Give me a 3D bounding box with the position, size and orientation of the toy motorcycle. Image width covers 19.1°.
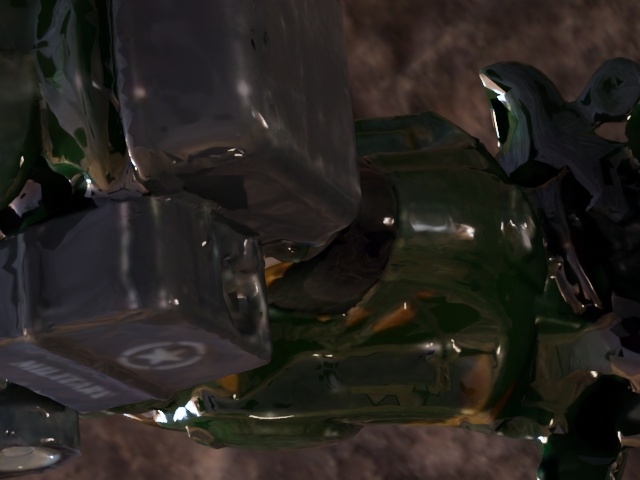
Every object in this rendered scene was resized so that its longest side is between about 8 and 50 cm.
[{"bbox_3d":[0.000,0.000,0.436,0.187,0.274,0.125,-15,-110,19],"label":"toy motorcycle"}]
